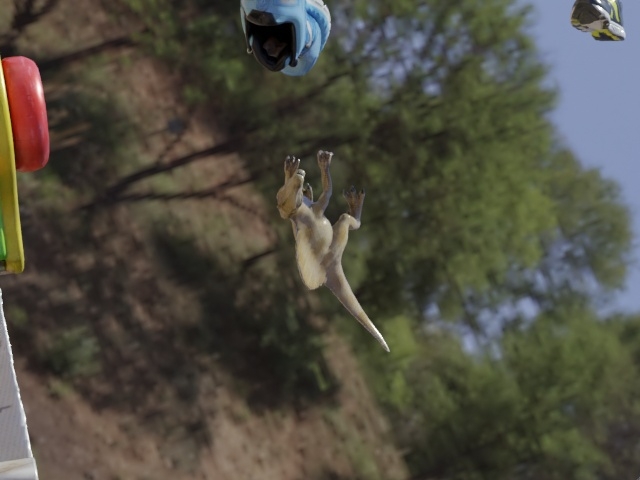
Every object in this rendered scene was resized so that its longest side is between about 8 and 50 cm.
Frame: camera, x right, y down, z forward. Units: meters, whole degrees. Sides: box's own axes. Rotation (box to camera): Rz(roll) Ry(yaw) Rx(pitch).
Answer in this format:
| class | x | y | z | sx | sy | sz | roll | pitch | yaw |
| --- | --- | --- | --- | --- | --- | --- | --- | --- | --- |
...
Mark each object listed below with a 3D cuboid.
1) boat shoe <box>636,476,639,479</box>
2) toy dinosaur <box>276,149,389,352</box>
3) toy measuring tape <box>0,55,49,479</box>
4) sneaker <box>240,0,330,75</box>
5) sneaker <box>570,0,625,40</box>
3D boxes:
| class | x | y | z | sx | sy | sz | roll | pitch | yaw |
| --- | --- | --- | --- | --- | --- | --- | --- | --- | --- |
| boat shoe | 0.194 | 0.135 | 0.496 | 0.227 | 0.081 | 0.079 | 44 | -19 | 48 |
| toy dinosaur | 0.000 | 0.000 | 1.083 | 0.183 | 0.053 | 0.092 | 60 | 31 | -45 |
| toy measuring tape | -0.201 | -0.019 | 0.858 | 0.121 | 0.121 | 0.330 | 86 | -10 | -58 |
| sneaker | -0.034 | -0.151 | 1.091 | 0.162 | 0.063 | 0.073 | 65 | 36 | -72 |
| sneaker | 0.217 | -0.181 | 1.202 | 0.083 | 0.031 | 0.035 | 21 | 70 | -63 |
